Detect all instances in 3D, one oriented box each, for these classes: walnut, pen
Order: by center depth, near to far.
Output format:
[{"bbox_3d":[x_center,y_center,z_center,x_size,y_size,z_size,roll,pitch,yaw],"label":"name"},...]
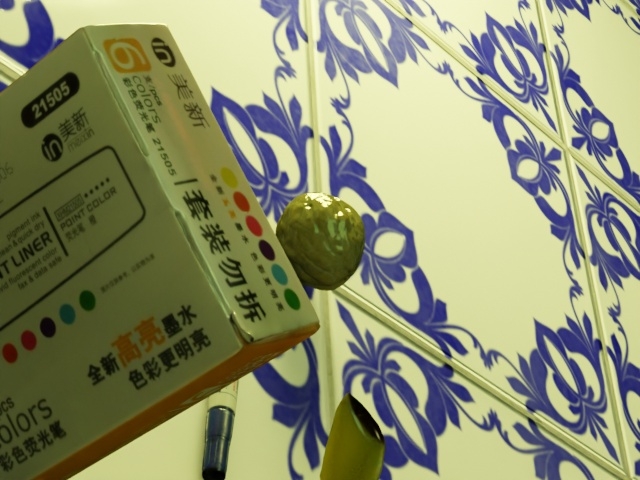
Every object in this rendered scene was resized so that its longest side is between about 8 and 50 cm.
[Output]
[{"bbox_3d":[-0.076,0.106,1.322,0.025,0.025,0.204,40,35,-30],"label":"pen"},{"bbox_3d":[0.000,0.000,1.479,0.092,0.092,0.092,37,36,-33],"label":"walnut"}]

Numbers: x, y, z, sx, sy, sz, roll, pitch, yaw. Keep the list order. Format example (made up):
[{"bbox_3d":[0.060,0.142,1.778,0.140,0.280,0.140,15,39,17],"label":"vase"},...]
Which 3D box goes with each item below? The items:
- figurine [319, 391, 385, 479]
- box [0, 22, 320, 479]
[{"bbox_3d":[-0.006,0.299,1.118,0.169,0.218,0.326,90,-23,-63],"label":"figurine"},{"bbox_3d":[-0.159,0.024,1.029,0.091,0.274,0.220,-14,72,-56],"label":"box"}]
